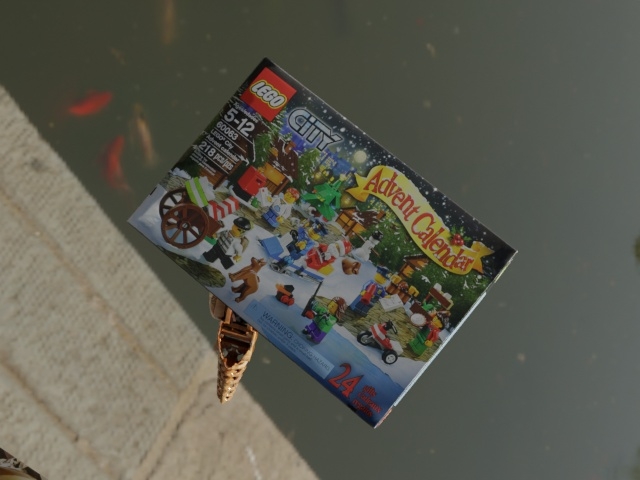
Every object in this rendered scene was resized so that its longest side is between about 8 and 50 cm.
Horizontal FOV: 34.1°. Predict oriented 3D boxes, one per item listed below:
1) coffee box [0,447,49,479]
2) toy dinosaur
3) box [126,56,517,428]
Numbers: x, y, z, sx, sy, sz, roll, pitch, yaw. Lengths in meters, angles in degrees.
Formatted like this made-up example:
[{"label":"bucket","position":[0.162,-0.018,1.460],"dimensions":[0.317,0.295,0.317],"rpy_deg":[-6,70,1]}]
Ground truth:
[{"label":"coffee box","position":[-0.397,0.387,1.316],"dimensions":[0.168,0.297,0.119],"rpy_deg":[-31,144,-57]},{"label":"toy dinosaur","position":[-0.094,0.056,1.360],"dimensions":[0.164,0.322,0.218],"rpy_deg":[37,19,-5]},{"label":"box","position":[0.000,0.000,0.755],"dimensions":[0.159,0.233,0.044],"rpy_deg":[-51,170,-3]}]
